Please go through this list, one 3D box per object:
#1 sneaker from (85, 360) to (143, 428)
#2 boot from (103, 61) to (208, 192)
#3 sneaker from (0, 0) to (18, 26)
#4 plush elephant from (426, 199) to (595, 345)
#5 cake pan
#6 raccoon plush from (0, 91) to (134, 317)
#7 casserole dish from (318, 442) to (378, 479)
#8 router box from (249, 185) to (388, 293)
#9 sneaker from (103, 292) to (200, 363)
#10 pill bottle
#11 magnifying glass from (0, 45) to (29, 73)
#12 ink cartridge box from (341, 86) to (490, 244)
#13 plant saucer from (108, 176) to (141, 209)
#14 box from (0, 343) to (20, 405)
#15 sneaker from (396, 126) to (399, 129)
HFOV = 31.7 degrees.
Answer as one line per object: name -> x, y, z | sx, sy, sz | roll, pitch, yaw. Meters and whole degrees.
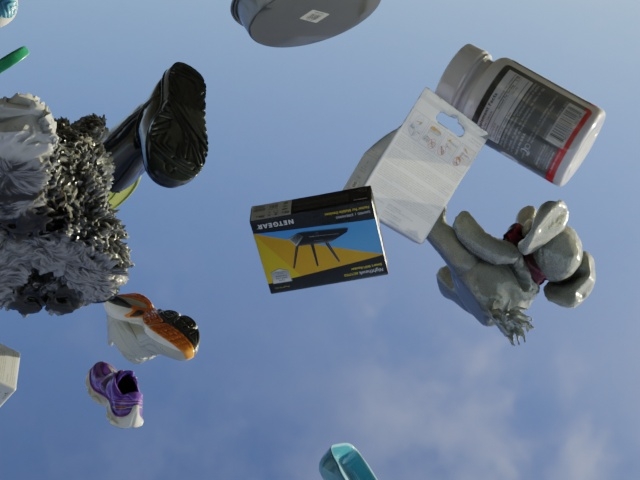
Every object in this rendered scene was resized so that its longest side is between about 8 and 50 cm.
sneaker -> -0.298, 0.218, 1.688 | 0.068, 0.071, 0.170 | 7, -165, -33
boot -> -0.259, -0.126, 1.675 | 0.094, 0.207, 0.246 | 29, -140, -28
sneaker -> -0.486, -0.317, 1.529 | 0.228, 0.087, 0.092 | 12, 157, 33
plush elephant -> 0.376, 0.030, 2.140 | 0.255, 0.272, 0.330 | -33, -139, -8
cake pan -> -0.016, -0.431, 2.036 | 0.293, 0.054, 0.293 | -16, 167, -4
raccoon plush -> -0.320, -0.113, 1.376 | 0.216, 0.446, 0.299 | 8, -124, -20
casserole dish -> 0.046, 0.355, 1.651 | 0.037, 0.114, 0.188 | -35, 165, 8
router box -> 0.000, 0.000, 1.631 | 0.178, 0.133, 0.046 | -10, -147, 8
sneaker -> -0.321, 0.191, 2.151 | 0.099, 0.121, 0.262 | -9, -157, -40
pill bottle -> 0.360, -0.234, 2.064 | 0.283, 0.161, 0.161 | 33, -151, 16
magnifying glass -> -0.699, -0.338, 2.342 | 0.092, 0.026, 0.231 | -3, -148, 51
ink cartridge box -> 0.164, -0.130, 1.951 | 0.189, 0.232, 0.066 | 29, 180, -38
plant saucer -> -0.487, -0.108, 2.499 | 0.241, 0.241, 0.037 | -22, -112, -48
box -> -0.611, 0.249, 2.047 | 0.087, 0.102, 0.101 | 33, -154, -28
sneaker -> 0.191, -0.209, 2.395 | 0.083, 0.031, 0.035 | 38, 156, -15
